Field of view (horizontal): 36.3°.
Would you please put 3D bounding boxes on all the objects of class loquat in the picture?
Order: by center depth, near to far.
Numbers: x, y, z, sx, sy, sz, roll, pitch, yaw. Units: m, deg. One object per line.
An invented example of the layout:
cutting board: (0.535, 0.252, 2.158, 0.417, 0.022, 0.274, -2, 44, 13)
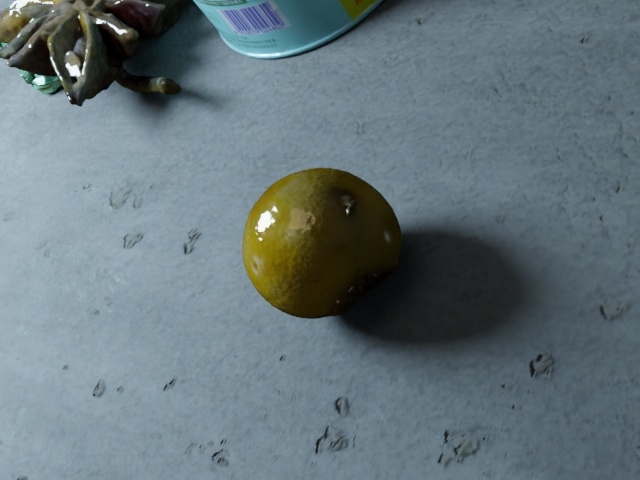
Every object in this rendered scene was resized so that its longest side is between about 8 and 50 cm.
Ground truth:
loquat: (0.000, 0.000, 0.861, 0.141, 0.141, 0.141, -18, 50, 23)

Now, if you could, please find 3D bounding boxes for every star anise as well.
star anise: (-0.287, -0.268, 1.260, 0.349, 0.109, 0.292, 8, 57, 23)

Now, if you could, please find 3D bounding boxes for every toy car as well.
toy car: (-0.402, -0.278, 1.393, 0.093, 0.058, 0.186, -42, 56, -4)

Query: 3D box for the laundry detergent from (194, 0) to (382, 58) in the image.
laundry detergent: (-0.080, -0.409, 1.093, 0.287, 0.305, 0.287, -18, 50, 23)
